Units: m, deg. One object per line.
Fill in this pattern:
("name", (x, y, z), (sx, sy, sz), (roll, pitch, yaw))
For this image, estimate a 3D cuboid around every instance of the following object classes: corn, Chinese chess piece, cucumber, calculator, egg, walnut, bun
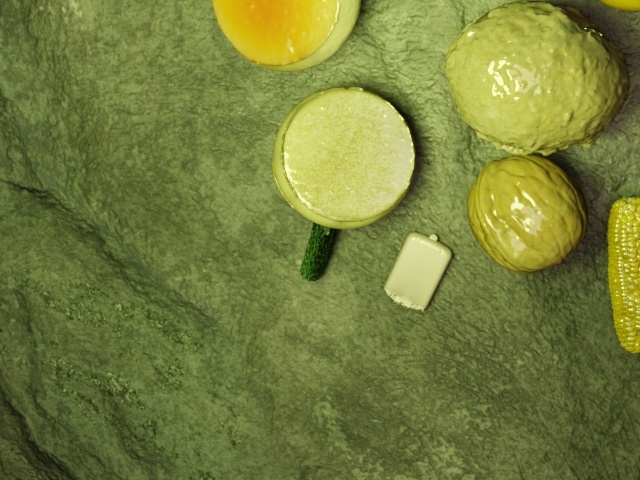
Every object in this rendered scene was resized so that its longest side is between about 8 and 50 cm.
("corn", (0.584, 0.065, 1.731), (0.102, 0.102, 0.312), (-9, 103, 21))
("Chinese chess piece", (0.046, -0.156, 1.758), (0.270, 0.112, 0.269), (0, 89, -4))
("cucumber", (0.000, -0.001, 1.893), (0.058, 0.058, 0.187), (23, 132, 9))
("calculator", (0.197, 0.061, 1.887), (0.100, 0.032, 0.175), (26, 115, 7))
("egg", (0.366, -0.277, 1.589), (0.310, 0.279, 0.279), (26, 115, -1))
("walnut", (0.373, -0.053, 1.696), (0.228, 0.228, 0.227), (6, 111, 16))
("bun", (-0.051, -0.464, 1.703), (0.299, 0.165, 0.298), (9, 112, 24))

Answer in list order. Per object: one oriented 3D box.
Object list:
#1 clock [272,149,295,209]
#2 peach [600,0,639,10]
("clock", (0.007, -0.139, 1.864), (0.237, 0.057, 0.236), (6, 110, 17))
("peach", (0.524, -0.467, 1.550), (0.179, 0.103, 0.179), (6, 113, 14))
